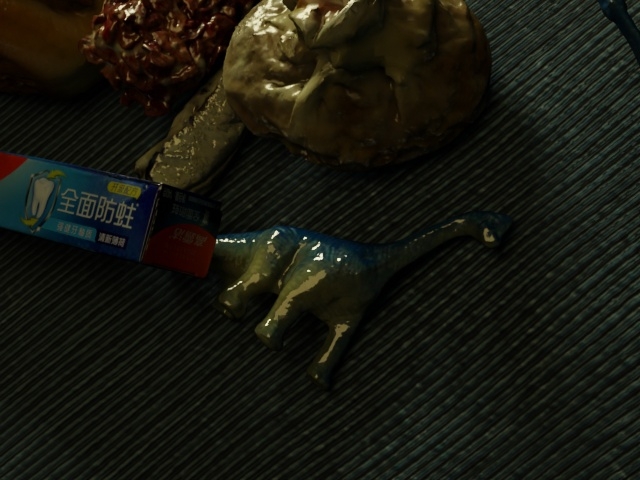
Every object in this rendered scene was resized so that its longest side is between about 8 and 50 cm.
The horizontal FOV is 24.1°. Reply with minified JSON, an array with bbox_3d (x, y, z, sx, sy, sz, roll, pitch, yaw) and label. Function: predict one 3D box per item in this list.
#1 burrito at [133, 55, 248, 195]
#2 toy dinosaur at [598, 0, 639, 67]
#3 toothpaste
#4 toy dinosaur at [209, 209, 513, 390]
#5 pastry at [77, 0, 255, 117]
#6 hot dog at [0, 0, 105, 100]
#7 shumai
[{"bbox_3d":[-0.082,-0.112,1.227,0.063,0.058,0.230,29,85,24],"label":"burrito"},{"bbox_3d":[0.297,-0.038,1.011,0.076,0.144,0.329,-39,73,-1],"label":"toy dinosaur"},{"bbox_3d":[-0.223,-0.033,1.201,0.320,0.076,0.066,11,86,38],"label":"toothpaste"},{"bbox_3d":[0.000,0.000,1.156,0.247,0.075,0.188,32,75,35],"label":"toy dinosaur"},{"bbox_3d":[-0.112,-0.206,1.239,0.097,0.115,0.209,-19,43,62],"label":"pastry"},{"bbox_3d":[-0.363,-0.257,1.305,0.405,0.223,0.185,10,70,24],"label":"hot dog"},{"bbox_3d":[0.024,-0.149,1.127,0.209,0.153,0.161,11,70,8],"label":"shumai"}]
